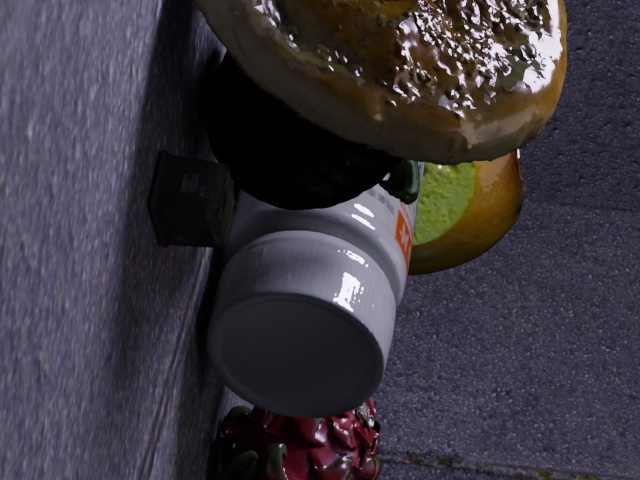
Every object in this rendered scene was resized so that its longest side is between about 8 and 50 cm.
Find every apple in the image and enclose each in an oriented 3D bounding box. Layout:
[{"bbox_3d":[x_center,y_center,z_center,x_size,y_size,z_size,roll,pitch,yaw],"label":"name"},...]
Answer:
[{"bbox_3d":[0.149,-0.127,2.438,0.384,0.374,0.374,90,9,-49],"label":"apple"}]

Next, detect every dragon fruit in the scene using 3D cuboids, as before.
[{"bbox_3d":[-0.022,0.295,1.835,0.218,0.198,0.272,10,68,-51],"label":"dragon fruit"}]

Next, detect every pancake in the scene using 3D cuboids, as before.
[{"bbox_3d":[0.060,-0.232,1.413,0.082,0.387,0.387,128,-21,-49],"label":"pancake"}]

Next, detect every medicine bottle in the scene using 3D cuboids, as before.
[{"bbox_3d":[0.000,0.000,1.764,0.371,0.211,0.211,-78,172,-47],"label":"medicine bottle"}]

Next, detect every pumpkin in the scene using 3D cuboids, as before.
[{"bbox_3d":[0.022,-0.126,1.553,0.248,0.248,0.248,6,90,-84],"label":"pumpkin"}]

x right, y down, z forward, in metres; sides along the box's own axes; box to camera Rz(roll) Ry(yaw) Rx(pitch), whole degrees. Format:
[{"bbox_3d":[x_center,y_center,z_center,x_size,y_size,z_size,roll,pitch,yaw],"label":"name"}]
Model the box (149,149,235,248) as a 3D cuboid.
[{"bbox_3d":[-0.111,-0.033,1.380,0.084,0.063,0.060,86,10,-62],"label":"box"}]
